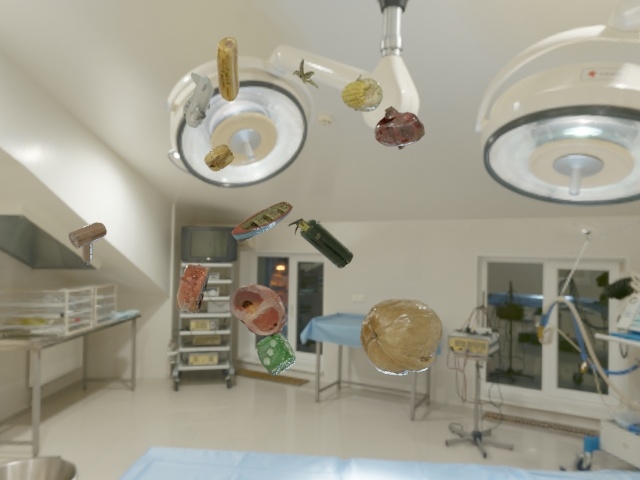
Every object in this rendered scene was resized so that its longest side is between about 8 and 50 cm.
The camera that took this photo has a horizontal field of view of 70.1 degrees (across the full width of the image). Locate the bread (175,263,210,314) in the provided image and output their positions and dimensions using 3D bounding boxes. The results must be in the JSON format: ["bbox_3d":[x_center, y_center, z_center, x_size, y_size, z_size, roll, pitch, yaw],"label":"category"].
[{"bbox_3d":[-0.403,0.150,1.439,0.073,0.160,0.160,17,-3,-5],"label":"bread"}]

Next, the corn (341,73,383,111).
[{"bbox_3d":[0.161,-0.571,1.791,0.123,0.122,0.305,40,8,-19],"label":"corn"}]

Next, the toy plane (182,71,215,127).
[{"bbox_3d":[-0.560,-0.635,2.085,0.118,0.252,0.252,17,-5,-14],"label":"toy plane"}]

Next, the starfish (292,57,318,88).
[{"bbox_3d":[-0.075,-0.924,2.577,0.176,0.208,0.053,41,-46,-19],"label":"starfish"}]

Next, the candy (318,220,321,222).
[{"bbox_3d":[-0.023,-0.078,2.469,0.030,0.020,0.083,18,-48,-38],"label":"candy"}]

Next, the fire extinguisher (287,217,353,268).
[{"bbox_3d":[0.000,0.000,1.973,0.311,0.114,0.095,43,-5,-21],"label":"fire extinguisher"}]

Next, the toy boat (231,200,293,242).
[{"bbox_3d":[-0.317,-0.102,2.486,0.392,0.079,0.136,-34,47,-31],"label":"toy boat"}]

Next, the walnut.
[{"bbox_3d":[0.286,0.336,1.602,0.313,0.277,0.252,7,11,-42],"label":"walnut"}]

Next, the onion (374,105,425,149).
[{"bbox_3d":[0.262,-0.392,1.630,0.098,0.151,0.206,-44,23,-24],"label":"onion"}]

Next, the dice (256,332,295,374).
[{"bbox_3d":[-0.180,0.462,1.861,0.120,0.128,0.131,-34,-29,1],"label":"dice"}]

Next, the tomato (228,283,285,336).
[{"bbox_3d":[-0.219,0.241,1.711,0.199,0.228,0.112,-36,11,30],"label":"tomato"}]

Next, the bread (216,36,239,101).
[{"bbox_3d":[-0.444,-0.811,2.177,0.091,0.142,0.305,17,-35,4],"label":"bread"}]

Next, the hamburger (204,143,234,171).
[{"bbox_3d":[-0.487,-0.395,2.189,0.138,0.083,0.147,-37,36,-11],"label":"hamburger"}]

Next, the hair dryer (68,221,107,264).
[{"bbox_3d":[-0.837,0.020,1.642,0.064,0.181,0.117,39,41,15],"label":"hair dryer"}]
